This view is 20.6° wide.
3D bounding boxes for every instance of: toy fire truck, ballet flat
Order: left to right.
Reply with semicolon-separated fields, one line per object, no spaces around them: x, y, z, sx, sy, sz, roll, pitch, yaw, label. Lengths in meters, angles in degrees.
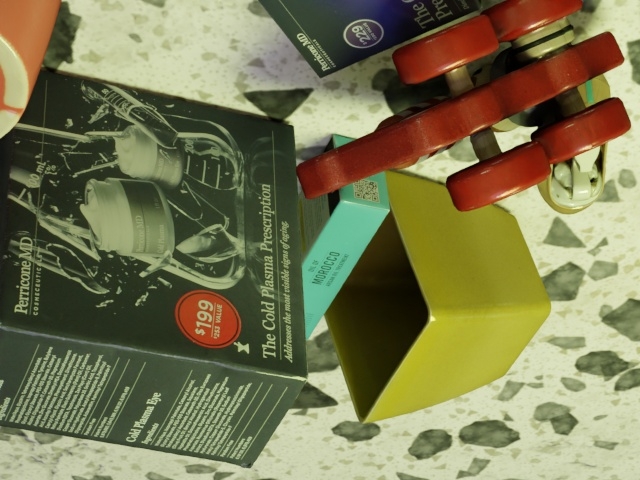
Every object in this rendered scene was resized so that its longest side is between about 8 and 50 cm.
0.147;-0.132;1.764;0.302;0.169;0.254;-27;-174;-36;toy fire truck
0.279;-0.089;1.931;0.080;0.073;0.232;-7;140;1;ballet flat

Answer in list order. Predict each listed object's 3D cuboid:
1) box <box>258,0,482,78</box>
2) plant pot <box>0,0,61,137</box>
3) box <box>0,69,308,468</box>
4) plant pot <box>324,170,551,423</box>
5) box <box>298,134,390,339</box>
0.013;-0.295;1.646;0.184;0.103;0.261;-20;138;22;box
-0.354;-0.225;1.585;0.274;0.243;0.275;-2;139;-2;plant pot
-0.192;0.027;1.818;0.312;0.343;0.179;10;139;-18;box
0.136;0.064;2.014;0.187;0.212;0.212;0;141;-26;plant pot
0.000;0.000;1.991;0.060;0.101;0.244;11;138;-19;box
